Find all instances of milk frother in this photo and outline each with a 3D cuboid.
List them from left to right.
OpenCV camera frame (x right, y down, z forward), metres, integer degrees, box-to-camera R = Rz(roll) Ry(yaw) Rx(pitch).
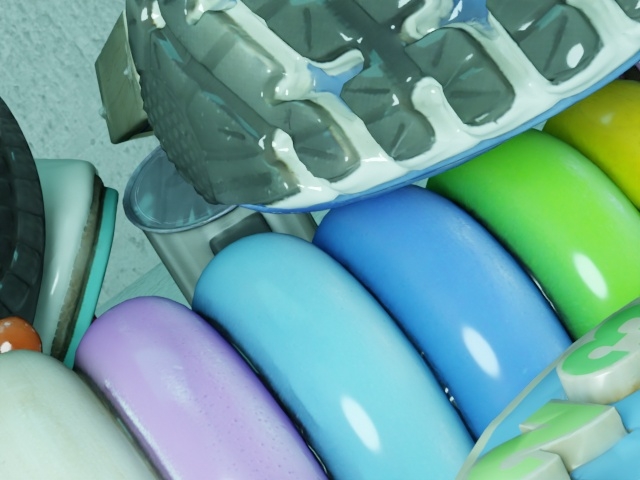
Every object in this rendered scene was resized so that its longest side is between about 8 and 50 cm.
[{"bbox_3d":[0.000,0.000,0.951,0.143,0.135,0.129,-43,39,-17],"label":"milk frother"}]

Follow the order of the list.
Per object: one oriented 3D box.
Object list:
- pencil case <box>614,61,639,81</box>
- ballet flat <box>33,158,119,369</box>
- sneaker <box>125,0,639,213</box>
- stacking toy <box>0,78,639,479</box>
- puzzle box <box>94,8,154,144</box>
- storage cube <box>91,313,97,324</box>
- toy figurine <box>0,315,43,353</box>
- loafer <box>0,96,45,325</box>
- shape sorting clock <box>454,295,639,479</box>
[{"bbox_3d":[0.186,-0.088,0.613,0.209,0.098,0.095,-32,45,5],"label":"pencil case"},{"bbox_3d":[-0.183,0.006,1.016,0.139,0.139,0.400,-37,8,-2],"label":"ballet flat"},{"bbox_3d":[0.102,-0.107,0.469,0.330,0.130,0.147,-34,-24,6],"label":"sneaker"},{"bbox_3d":[0.074,0.017,0.509,0.330,0.141,0.141,-31,4,-13],"label":"stacking toy"},{"bbox_3d":[0.088,-0.120,0.988,0.409,0.052,0.272,-12,2,-9],"label":"puzzle box"},{"bbox_3d":[-0.253,0.128,1.231,0.215,0.184,0.193,-31,9,40],"label":"storage cube"},{"bbox_3d":[-0.165,0.109,0.574,0.148,0.213,0.209,-13,58,61],"label":"toy figurine"},{"bbox_3d":[-0.196,0.069,0.776,0.130,0.134,0.366,-43,43,42],"label":"loafer"},{"bbox_3d":[0.115,0.025,0.351,0.206,0.040,0.206,-26,19,10],"label":"shape sorting clock"}]
